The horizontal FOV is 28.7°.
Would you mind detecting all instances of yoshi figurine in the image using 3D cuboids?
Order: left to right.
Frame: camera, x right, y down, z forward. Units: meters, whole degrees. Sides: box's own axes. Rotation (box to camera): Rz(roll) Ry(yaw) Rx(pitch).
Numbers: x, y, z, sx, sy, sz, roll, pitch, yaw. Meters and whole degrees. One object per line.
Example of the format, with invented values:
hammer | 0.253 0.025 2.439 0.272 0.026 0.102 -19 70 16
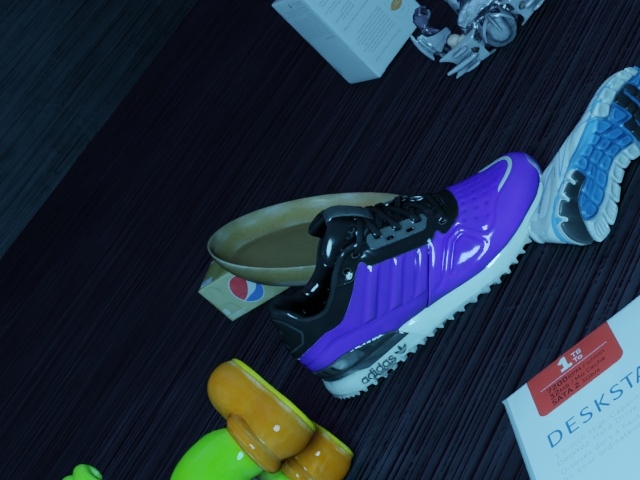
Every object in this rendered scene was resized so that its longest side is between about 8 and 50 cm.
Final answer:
yoshi figurine | -0.148 0.273 1.060 0.362 0.204 0.203 -53 5 -10

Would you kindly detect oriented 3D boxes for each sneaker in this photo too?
sneaker | 0.070 0.007 1.149 0.293 0.146 0.102 -45 20 8
sneaker | 0.233 -0.074 1.096 0.190 0.071 0.083 -56 17 -23

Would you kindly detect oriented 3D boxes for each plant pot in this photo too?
plant pot | 0.000 0.000 1.317 0.236 0.032 0.236 -7 18 2

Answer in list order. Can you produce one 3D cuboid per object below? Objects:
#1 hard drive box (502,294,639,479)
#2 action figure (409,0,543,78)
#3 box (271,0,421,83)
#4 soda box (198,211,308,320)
hard drive box | 0.220 0.128 0.718 0.181 0.089 0.232 -41 21 14
action figure | 0.191 -0.308 1.567 0.185 0.099 0.285 -33 27 12
box | 0.042 -0.330 1.787 0.130 0.170 0.091 -54 23 -18
soda box | -0.061 0.026 1.493 0.181 0.061 0.058 -31 26 37
